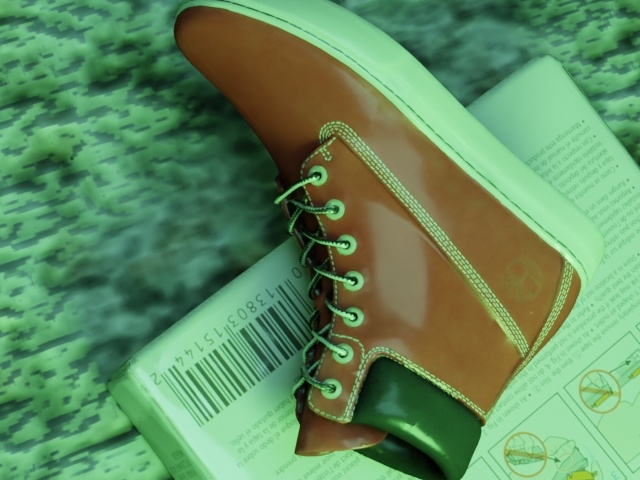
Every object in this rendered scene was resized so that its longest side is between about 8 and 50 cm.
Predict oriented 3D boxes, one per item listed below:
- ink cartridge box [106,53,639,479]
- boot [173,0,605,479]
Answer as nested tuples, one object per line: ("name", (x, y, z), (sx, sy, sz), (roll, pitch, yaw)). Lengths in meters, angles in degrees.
("ink cartridge box", (0.084, 0.087, 1.005), (0.296, 0.066, 0.261), (-37, 88, -23))
("boot", (0.000, 0.000, 0.926), (0.244, 0.088, 0.176), (39, 69, -6))
